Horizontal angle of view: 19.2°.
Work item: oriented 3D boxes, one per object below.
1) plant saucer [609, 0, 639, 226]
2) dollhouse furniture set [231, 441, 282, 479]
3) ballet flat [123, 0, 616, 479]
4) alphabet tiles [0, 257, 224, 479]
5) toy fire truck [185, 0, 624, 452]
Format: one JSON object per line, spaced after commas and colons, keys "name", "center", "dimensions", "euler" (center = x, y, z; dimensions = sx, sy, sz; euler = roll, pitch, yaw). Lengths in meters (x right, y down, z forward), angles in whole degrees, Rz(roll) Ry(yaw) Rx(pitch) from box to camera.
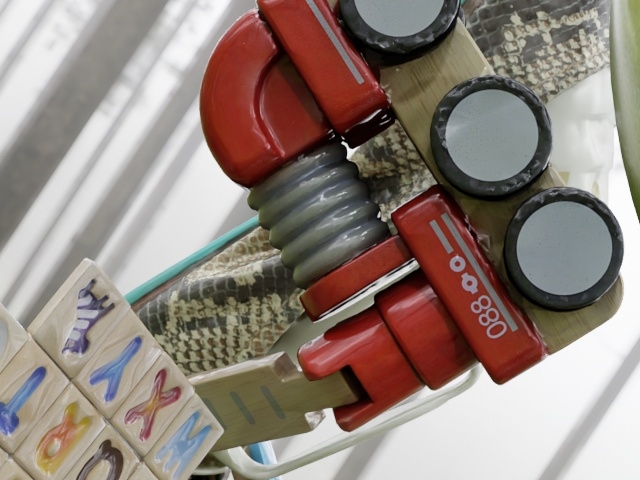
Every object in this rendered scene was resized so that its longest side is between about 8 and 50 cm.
{"name": "plant saucer", "center": [0.123, -0.079, 0.271], "dimensions": [0.037, 0.241, 0.241], "euler": [30, 0, -28]}
{"name": "dollhouse furniture set", "center": [-0.039, 0.184, 1.180], "dimensions": [0.129, 0.129, 0.183], "euler": [38, 32, -70]}
{"name": "ballet flat", "center": [0.052, 0.001, 1.123], "dimensions": [0.182, 0.483, 0.164], "euler": [50, 7, 17]}
{"name": "alphabet tiles", "center": [-0.139, 0.102, 0.767], "dimensions": [0.009, 0.198, 0.237], "euler": [28, -18, 32]}
{"name": "toy fire truck", "center": [0.000, 0.000, 0.940], "dimensions": [0.217, 0.246, 0.158], "euler": [58, 3, 5]}
